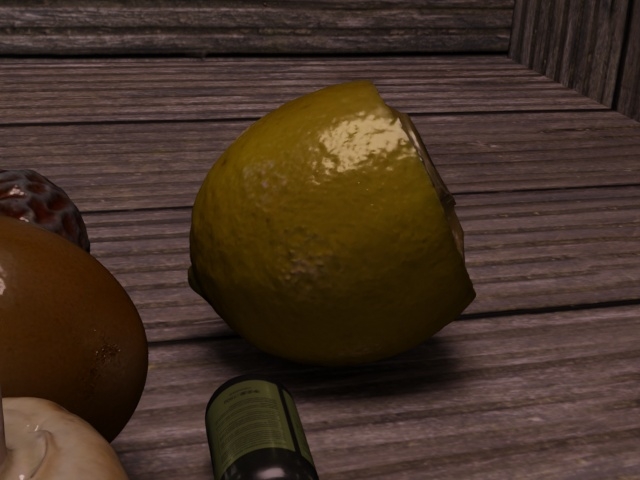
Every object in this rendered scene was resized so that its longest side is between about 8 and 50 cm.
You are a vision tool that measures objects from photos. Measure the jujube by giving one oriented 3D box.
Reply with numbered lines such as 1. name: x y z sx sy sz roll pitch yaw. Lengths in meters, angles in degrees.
1. jujube: -0.425 0.029 1.628 0.246 0.215 0.308 7 22 9

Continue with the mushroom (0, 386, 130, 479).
1. mushroom: -0.310 0.224 1.060 0.353 0.353 0.325 15 -8 26

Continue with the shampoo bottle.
1. shampoo bottle: -0.054 0.236 1.320 0.101 0.101 0.284 1 21 -11

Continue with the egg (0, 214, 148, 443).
1. egg: -0.348 0.112 1.331 0.351 0.283 0.282 9 20 -5

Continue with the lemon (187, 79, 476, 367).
1. lemon: 0.000 0.000 1.664 0.364 0.364 0.364 4 21 -2
